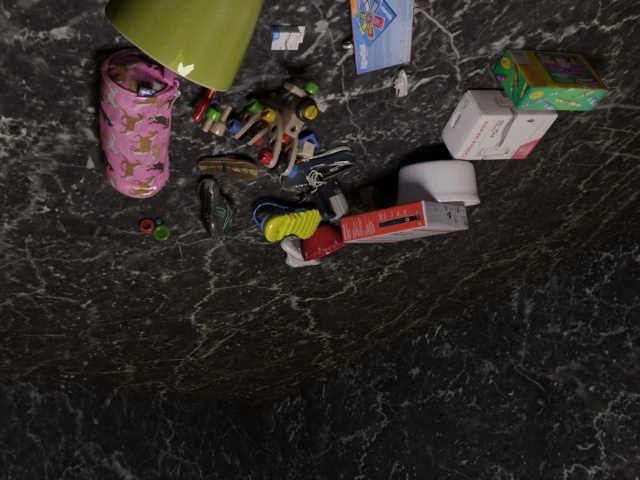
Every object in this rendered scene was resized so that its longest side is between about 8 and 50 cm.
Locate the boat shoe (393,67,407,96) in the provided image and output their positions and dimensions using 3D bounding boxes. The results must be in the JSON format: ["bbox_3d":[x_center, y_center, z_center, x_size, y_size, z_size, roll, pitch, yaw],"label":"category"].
[{"bbox_3d":[0.222,-0.439,1.506,0.035,0.035,0.100,-20,156,0],"label":"boat shoe"}]

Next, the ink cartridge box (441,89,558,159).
[{"bbox_3d":[0.560,-0.362,1.704,0.283,0.117,0.207,-5,148,-18],"label":"ink cartridge box"}]

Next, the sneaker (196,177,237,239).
[{"bbox_3d":[-0.331,-0.116,1.731,0.106,0.101,0.267,-29,154,-24],"label":"sneaker"}]

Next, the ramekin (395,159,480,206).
[{"bbox_3d":[0.388,-0.183,1.798,0.277,0.135,0.277,-2,178,0],"label":"ramekin"}]

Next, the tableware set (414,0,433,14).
[{"bbox_3d":[0.232,-0.580,1.266,0.194,0.039,0.128,-30,152,22],"label":"tableware set"}]

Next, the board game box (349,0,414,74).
[{"bbox_3d":[0.147,-0.503,1.278,0.145,0.027,0.281,-14,162,2],"label":"board game box"}]

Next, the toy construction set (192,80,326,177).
[{"bbox_3d":[-0.138,-0.336,1.381,0.309,0.257,0.237,27,106,-20],"label":"toy construction set"}]

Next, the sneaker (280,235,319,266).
[{"bbox_3d":[-0.100,0.059,2.103,0.115,0.090,0.232,-25,147,21],"label":"sneaker"}]

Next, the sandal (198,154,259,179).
[{"bbox_3d":[-0.272,-0.227,1.607,0.180,0.049,0.072,7,139,-9],"label":"sandal"}]

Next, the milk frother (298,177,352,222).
[{"bbox_3d":[0.012,-0.121,1.805,0.129,0.135,0.143,-24,-178,-31],"label":"milk frother"}]

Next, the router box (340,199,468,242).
[{"bbox_3d":[0.283,-0.055,1.783,0.301,0.082,0.335,-11,173,36],"label":"router box"}]

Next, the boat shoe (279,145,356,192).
[{"bbox_3d":[-0.008,-0.216,1.709,0.254,0.079,0.095,-19,149,4],"label":"boat shoe"}]

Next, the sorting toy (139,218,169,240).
[{"bbox_3d":[-0.541,-0.040,1.765,0.102,0.061,0.042,29,170,-6],"label":"sorting toy"}]

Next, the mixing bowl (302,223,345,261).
[{"bbox_3d":[0.000,0.000,2.016,0.181,0.098,0.181,-24,172,-4],"label":"mixing bowl"}]

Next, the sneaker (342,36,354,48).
[{"bbox_3d":[0.092,-0.509,1.342,0.083,0.032,0.037,-21,132,3],"label":"sneaker"}]

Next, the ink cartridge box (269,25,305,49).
[{"bbox_3d":[-0.078,-0.487,1.291,0.083,0.028,0.048,-7,148,-17],"label":"ink cartridge box"}]

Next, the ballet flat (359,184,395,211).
[{"bbox_3d":[0.210,-0.138,1.965,0.073,0.080,0.232,0,156,30],"label":"ballet flat"}]

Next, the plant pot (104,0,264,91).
[{"bbox_3d":[-0.218,-0.492,1.032,0.274,0.275,0.293,17,119,-43],"label":"plant pot"}]

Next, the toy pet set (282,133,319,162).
[{"bbox_3d":[-0.071,-0.286,1.611,0.122,0.065,0.114,17,171,-38],"label":"toy pet set"}]

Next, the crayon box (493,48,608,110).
[{"bbox_3d":[0.661,-0.461,1.546,0.278,0.165,0.081,-4,147,-19],"label":"crayon box"}]

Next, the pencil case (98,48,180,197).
[{"bbox_3d":[-0.452,-0.275,1.336,0.160,0.167,0.386,-36,164,-37],"label":"pencil case"}]

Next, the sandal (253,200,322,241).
[{"bbox_3d":[-0.111,-0.081,1.847,0.317,0.138,0.126,-1,123,-57],"label":"sandal"}]
